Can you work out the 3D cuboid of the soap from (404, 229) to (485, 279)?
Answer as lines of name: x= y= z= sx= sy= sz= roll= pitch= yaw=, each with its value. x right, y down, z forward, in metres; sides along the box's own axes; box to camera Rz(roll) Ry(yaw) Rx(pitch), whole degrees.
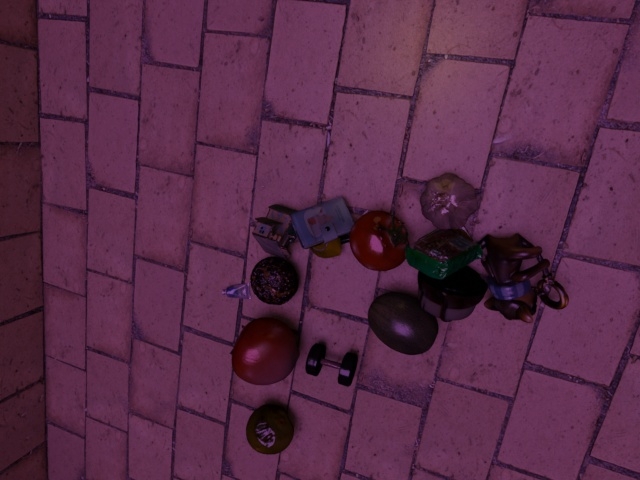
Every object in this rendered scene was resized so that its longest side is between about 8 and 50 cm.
soap: x=0.476 y=0.047 z=1.612 sx=0.218 sy=0.273 sz=0.098 roll=29 pitch=125 yaw=37

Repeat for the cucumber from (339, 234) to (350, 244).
cucumber: x=0.082 y=0.008 z=1.912 sx=0.184 sy=0.033 sz=0.036 roll=-23 pitch=71 yaw=24

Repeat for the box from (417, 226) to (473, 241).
box: x=0.520 y=0.003 z=1.764 sx=0.193 sy=0.030 sz=0.121 roll=-31 pitch=91 yaw=22

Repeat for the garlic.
garlic: x=0.497 y=-0.152 z=1.664 sx=0.228 sy=0.152 sz=0.228 roll=-1 pitch=87 yaw=22

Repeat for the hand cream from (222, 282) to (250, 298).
hand cream: x=-0.425 y=0.258 z=2.134 sx=0.142 sy=0.053 sz=0.084 roll=-2 pitch=101 yaw=9

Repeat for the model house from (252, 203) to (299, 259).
model house: x=-0.176 y=-0.057 z=1.911 sx=0.178 sy=0.271 sz=0.206 roll=16 pitch=71 yaw=16

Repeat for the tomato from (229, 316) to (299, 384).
tomato: x=-0.255 y=0.524 z=1.996 sx=0.321 sy=0.321 sz=0.321 roll=4 pitch=103 yaw=18

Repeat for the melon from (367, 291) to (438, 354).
melon: x=0.343 y=0.346 z=1.788 sx=0.301 sy=0.237 sz=0.237 roll=30 pitch=110 yaw=16

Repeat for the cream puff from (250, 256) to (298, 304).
cream puff: x=-0.220 y=0.194 z=1.976 sx=0.239 sy=0.165 sz=0.239 roll=9 pitch=117 yaw=18

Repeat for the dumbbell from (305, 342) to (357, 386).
dumbbell: x=0.054 y=0.579 z=1.983 sx=0.218 sy=0.152 sz=0.152 roll=13 pitch=106 yaw=16

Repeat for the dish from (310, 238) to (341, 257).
dish: x=0.000 y=0.000 z=1.891 sx=0.207 sy=0.080 sz=0.149 roll=36 pitch=103 yaw=22

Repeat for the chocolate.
chocolate: x=0.503 y=0.208 z=1.684 sx=0.283 sy=0.283 sz=0.186 roll=19 pitch=114 yaw=14

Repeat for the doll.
doll: x=0.761 y=0.138 z=1.642 sx=0.318 sy=0.209 sz=0.340 roll=-3 pitch=101 yaw=52

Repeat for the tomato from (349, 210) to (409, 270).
tomato: x=0.243 y=0.001 z=1.746 sx=0.224 sy=0.256 sz=0.256 roll=-26 pitch=93 yaw=37

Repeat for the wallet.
wallet: x=0.012 y=-0.076 z=1.818 sx=0.250 sy=0.075 sz=0.176 roll=-20 pitch=76 yaw=-14

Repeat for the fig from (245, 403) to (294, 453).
fig: x=-0.267 y=0.967 z=2.140 sx=0.239 sy=0.239 sz=0.271 roll=42 pitch=125 yaw=6
